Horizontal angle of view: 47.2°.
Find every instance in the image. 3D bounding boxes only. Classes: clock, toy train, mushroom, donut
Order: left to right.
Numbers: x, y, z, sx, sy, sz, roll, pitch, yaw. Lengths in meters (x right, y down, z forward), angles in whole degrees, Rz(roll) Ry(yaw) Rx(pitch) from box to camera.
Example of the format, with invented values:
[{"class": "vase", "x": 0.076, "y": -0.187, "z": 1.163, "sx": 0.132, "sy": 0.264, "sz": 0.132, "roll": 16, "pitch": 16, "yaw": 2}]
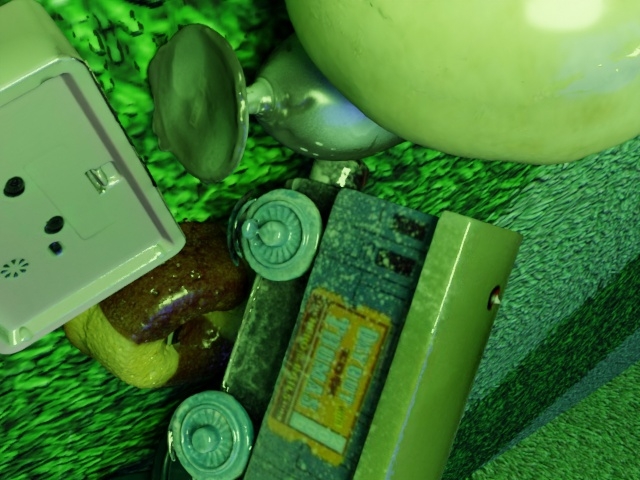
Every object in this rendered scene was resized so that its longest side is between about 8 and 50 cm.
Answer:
[{"class": "clock", "x": -0.180, "y": -0.027, "z": 0.439, "sx": 0.150, "sy": 0.063, "sz": 0.197, "roll": -33, "pitch": 151, "yaw": -10}, {"class": "donut", "x": -0.118, "y": 0.062, "z": 0.628, "sx": 0.166, "sy": 0.073, "sz": 0.184, "roll": -46, "pitch": 152, "yaw": 9}, {"class": "toy train", "x": 0.016, "y": 0.091, "z": 0.548, "sx": 0.131, "sy": 0.201, "sz": 0.300, "roll": 10, "pitch": 98, "yaw": -60}, {"class": "mushroom", "x": 0.099, "y": -0.156, "z": 0.410, "sx": 0.246, "sy": 0.246, "sz": 0.202, "roll": -36, "pitch": 173, "yaw": -4}]

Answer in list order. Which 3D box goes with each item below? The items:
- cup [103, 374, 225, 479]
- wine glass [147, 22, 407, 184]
[{"class": "cup", "x": -0.066, "y": 0.290, "z": 0.880, "sx": 0.242, "sy": 0.307, "sz": 0.292, "roll": -65, "pitch": 156, "yaw": -18}, {"class": "wine glass", "x": 0.003, "y": -0.100, "z": 0.505, "sx": 0.222, "sy": 0.103, "sz": 0.103, "roll": -14, "pitch": 143, "yaw": -39}]
